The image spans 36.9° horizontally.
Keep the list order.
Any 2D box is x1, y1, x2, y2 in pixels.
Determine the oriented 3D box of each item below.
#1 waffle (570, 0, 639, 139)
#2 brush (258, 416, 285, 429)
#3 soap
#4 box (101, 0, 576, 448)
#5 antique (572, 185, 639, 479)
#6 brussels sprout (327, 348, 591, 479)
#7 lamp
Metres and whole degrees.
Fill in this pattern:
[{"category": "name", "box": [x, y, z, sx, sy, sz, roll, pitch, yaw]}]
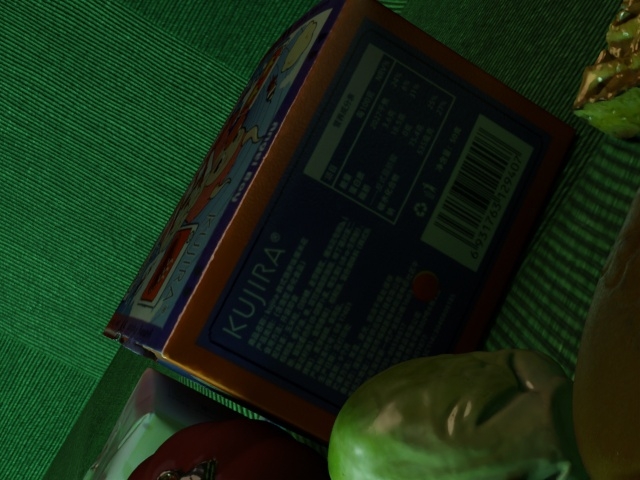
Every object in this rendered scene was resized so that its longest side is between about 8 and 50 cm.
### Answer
[{"category": "waffle", "box": [0.281, -0.184, 0.704, 0.211, 0.055, 0.160, -65, 16, -13]}, {"category": "brush", "box": [-0.068, 0.239, 1.137, 0.178, 0.033, 0.030, -60, 29, 3]}, {"category": "soap", "box": [-0.135, 0.264, 0.983, 0.182, 0.199, 0.138, -59, 12, 4]}, {"category": "box", "box": [0.000, 0.000, 0.914, 0.348, 0.257, 0.318, -63, 16, -9]}, {"category": "antique", "box": [0.206, 0.033, 0.399, 0.223, 0.129, 0.278, -46, 20, 44]}, {"category": "brussels sprout", "box": [0.081, 0.142, 0.617, 0.183, 0.145, 0.131, 130, 136, -54]}, {"category": "lamp", "box": [-0.074, 0.255, 0.759, 0.227, 0.227, 0.227, -54, 16, 23]}]
